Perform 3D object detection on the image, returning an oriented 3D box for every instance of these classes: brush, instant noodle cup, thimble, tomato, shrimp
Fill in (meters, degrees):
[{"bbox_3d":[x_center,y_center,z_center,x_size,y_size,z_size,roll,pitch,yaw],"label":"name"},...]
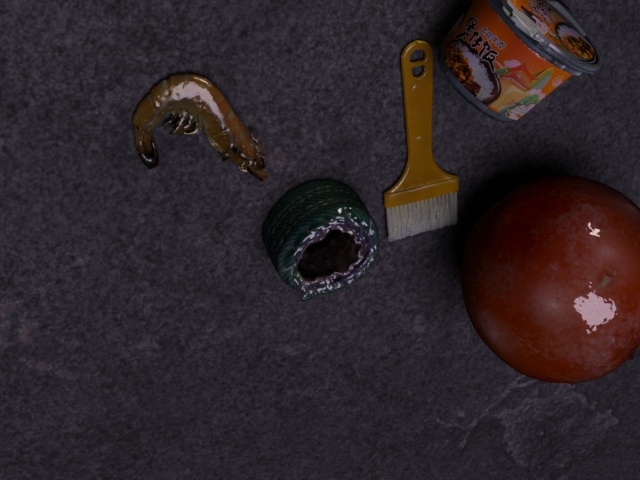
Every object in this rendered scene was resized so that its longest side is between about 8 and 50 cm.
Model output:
[{"bbox_3d":[0.124,-0.123,1.440,0.103,0.013,0.272,-15,125,-13],"label":"brush"},{"bbox_3d":[0.215,-0.219,1.332,0.125,0.178,0.208,-45,159,28],"label":"instant noodle cup"},{"bbox_3d":[0.001,-0.002,1.421,0.135,0.090,0.118,-32,125,3],"label":"thimble"},{"bbox_3d":[0.305,0.040,1.469,0.264,0.265,0.265,-11,125,-16],"label":"tomato"},{"bbox_3d":[-0.141,-0.108,1.330,0.124,0.034,0.178,-34,126,5],"label":"shrimp"}]
